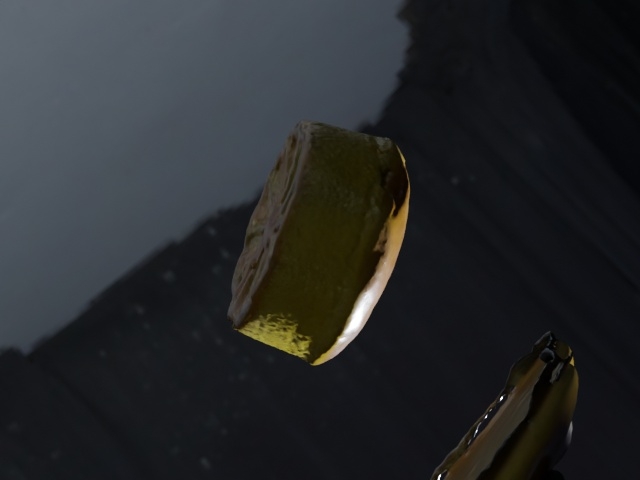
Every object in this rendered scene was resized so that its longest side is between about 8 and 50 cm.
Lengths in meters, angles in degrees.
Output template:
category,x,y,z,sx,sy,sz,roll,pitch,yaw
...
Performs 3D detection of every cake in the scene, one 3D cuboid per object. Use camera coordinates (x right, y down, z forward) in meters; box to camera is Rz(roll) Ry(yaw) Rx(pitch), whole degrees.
category,x,y,z,sx,sy,sz,roll,pitch,yaw
cake,0.000,0.000,0.586,0.044,0.084,0.084,21,125,-12

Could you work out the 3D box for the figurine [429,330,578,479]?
category,x,y,z,sx,sy,sz,roll,pitch,yaw
figurine,0.121,0.172,0.491,0.181,0.257,0.208,-56,175,4
